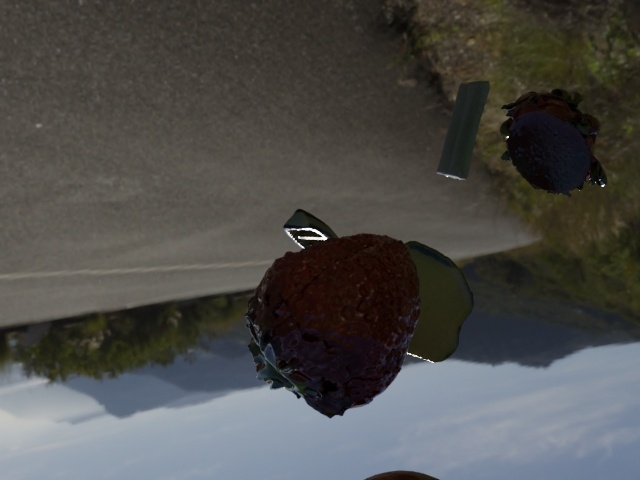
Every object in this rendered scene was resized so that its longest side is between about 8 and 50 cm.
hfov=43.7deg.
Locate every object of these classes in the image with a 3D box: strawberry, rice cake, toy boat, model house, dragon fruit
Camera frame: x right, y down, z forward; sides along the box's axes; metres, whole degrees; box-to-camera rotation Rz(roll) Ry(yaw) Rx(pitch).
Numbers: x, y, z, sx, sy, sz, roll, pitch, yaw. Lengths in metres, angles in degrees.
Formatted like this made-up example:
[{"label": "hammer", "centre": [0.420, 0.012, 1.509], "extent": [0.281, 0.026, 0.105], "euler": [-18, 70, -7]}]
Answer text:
[{"label": "strawberry", "centre": [0.030, 0.098, 1.154], "extent": [0.288, 0.250, 0.238], "euler": [-39, 140, -23]}, {"label": "rice cake", "centre": [0.309, -0.242, 1.742], "extent": [0.042, 0.221, 0.080], "euler": [16, 178, -35]}, {"label": "toy boat", "centre": [0.000, 0.000, 1.426], "extent": [0.080, 0.046, 0.229], "euler": [-1, 162, 22]}, {"label": "model house", "centre": [0.183, 0.119, 1.616], "extent": [0.195, 0.214, 0.189], "euler": [17, 176, -10]}, {"label": "dragon fruit", "centre": [0.305, -0.145, 1.048], "extent": [0.142, 0.175, 0.138], "euler": [34, 137, -17]}]

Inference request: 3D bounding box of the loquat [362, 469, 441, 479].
[{"label": "loquat", "centre": [0.134, 0.518, 1.229], "extent": [0.328, 0.328, 0.328], "euler": [-12, 174, -1]}]
